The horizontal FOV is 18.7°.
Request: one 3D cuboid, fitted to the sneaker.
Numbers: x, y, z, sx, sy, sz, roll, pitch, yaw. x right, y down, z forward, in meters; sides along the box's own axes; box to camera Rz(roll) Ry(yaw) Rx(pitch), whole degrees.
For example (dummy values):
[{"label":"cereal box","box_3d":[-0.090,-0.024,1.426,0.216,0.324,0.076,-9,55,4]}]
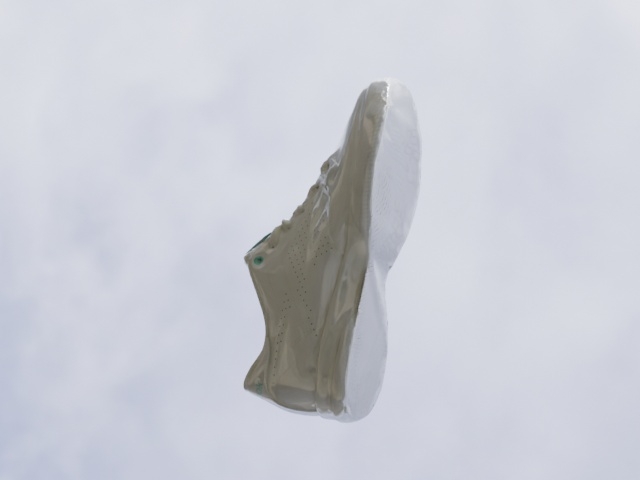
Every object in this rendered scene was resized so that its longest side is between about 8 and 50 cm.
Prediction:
[{"label":"sneaker","box_3d":[0.000,0.000,1.182,0.094,0.080,0.212,8,-100,27]}]
